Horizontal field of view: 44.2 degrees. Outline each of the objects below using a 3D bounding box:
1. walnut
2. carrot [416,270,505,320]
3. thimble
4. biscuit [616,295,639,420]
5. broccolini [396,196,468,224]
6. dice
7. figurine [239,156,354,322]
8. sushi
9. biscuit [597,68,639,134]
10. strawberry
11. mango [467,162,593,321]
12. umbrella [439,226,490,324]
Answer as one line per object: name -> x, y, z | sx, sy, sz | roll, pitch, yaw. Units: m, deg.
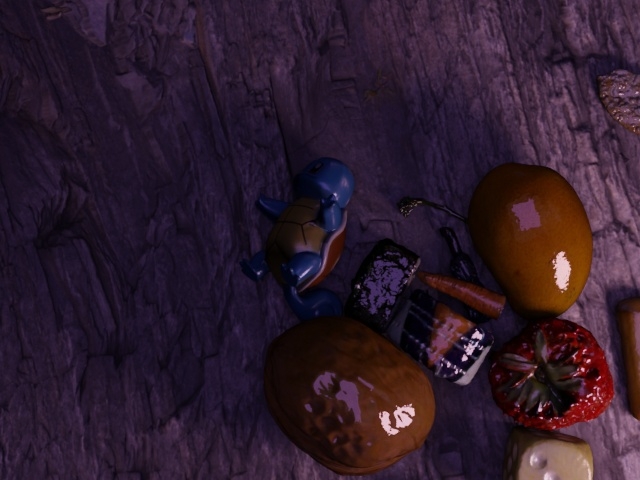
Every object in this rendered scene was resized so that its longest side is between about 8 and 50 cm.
walnut -> 0.057, 0.334, 1.733 | 0.398, 0.354, 0.308 | 36, 57, 2
carrot -> 0.319, 0.115, 1.817 | 0.210, 0.061, 0.061 | 23, 86, 9
thimble -> 0.279, 0.222, 1.798 | 0.237, 0.237, 0.150 | 34, 91, 6
biscuit -> 0.824, 0.269, 1.837 | 0.237, 0.062, 0.290 | -5, 86, 2
broccolini -> 0.279, -0.076, 1.912 | 0.194, 0.054, 0.052 | 10, 66, 2
dice -> 0.508, 0.519, 1.776 | 0.166, 0.169, 0.169 | 9, 85, 3
figurine -> -0.035, 0.005, 1.835 | 0.243, 0.298, 0.416 | 5, 87, -30
sushi -> 0.140, 0.109, 1.858 | 0.127, 0.124, 0.225 | 26, 89, 10
biscuit -> 0.796, -0.319, 1.905 | 0.290, 0.038, 0.141 | 20, 87, 7
strawberry -> 0.527, 0.310, 1.787 | 0.261, 0.258, 0.261 | -5, 78, 24
mango -> 0.486, 0.000, 1.808 | 0.264, 0.221, 0.377 | -16, 95, 0
umbrella -> 0.349, 0.079, 1.879 | 0.071, 0.071, 0.248 | -18, 82, 1
